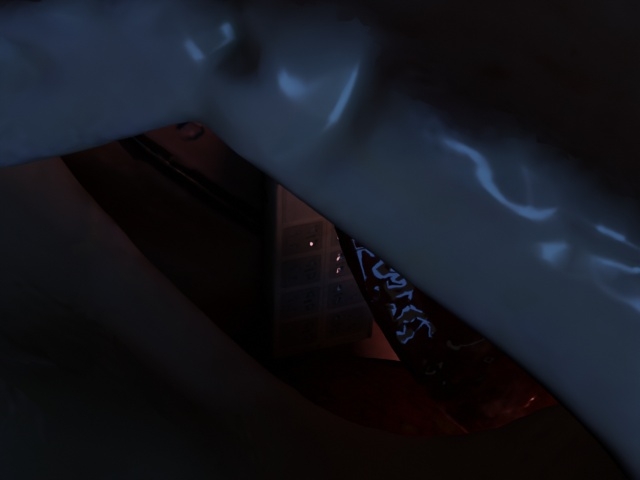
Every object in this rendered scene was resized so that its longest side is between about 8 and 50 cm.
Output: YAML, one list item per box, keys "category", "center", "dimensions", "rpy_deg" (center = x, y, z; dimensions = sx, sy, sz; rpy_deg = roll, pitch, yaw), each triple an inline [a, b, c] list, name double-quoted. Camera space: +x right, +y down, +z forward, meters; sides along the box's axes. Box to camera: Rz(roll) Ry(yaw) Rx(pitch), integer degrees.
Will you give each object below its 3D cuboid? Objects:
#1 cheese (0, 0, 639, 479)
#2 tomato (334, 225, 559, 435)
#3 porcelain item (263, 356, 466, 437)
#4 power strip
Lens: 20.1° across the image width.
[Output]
- category: "cheese"
  center: [-0.007, 0.016, 0.539]
  dimensions: [0.332, 0.153, 0.292]
  rpy_deg: [39, 129, -14]
- category: "tomato"
  center: [0.115, -0.022, 0.683]
  dimensions: [0.200, 0.139, 0.233]
  rpy_deg: [-41, 104, 13]
- category: "porcelain item"
  center: [-0.001, 0.179, 0.781]
  dimensions: [0.253, 0.253, 0.253]
  rpy_deg: [-13, 140, -11]
- category: "power strip"
  center: [0.000, 0.000, 0.744]
  dimensions: [0.050, 0.019, 0.136]
  rpy_deg: [-10, 140, -12]
